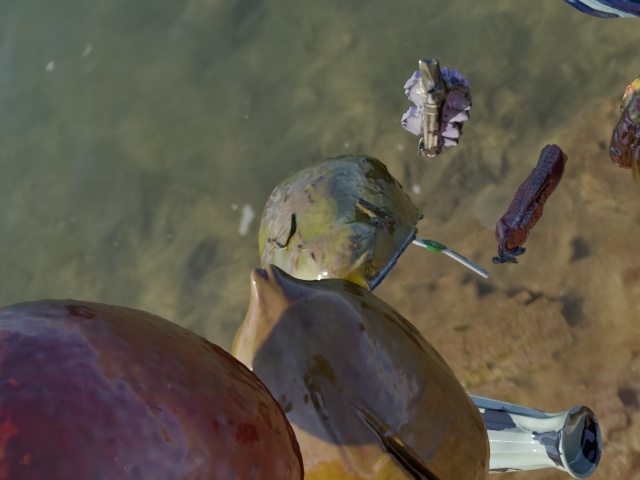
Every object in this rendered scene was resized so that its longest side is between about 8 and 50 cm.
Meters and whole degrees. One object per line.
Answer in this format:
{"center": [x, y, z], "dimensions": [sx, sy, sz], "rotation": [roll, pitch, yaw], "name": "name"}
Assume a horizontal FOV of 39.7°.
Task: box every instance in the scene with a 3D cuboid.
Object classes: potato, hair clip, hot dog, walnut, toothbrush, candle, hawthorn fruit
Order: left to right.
{"center": [-0.081, 0.124, 0.388], "dimensions": [0.225, 0.196, 0.197], "rotation": [9, 60, -13], "name": "hawthorn fruit"}
{"center": [0.000, 0.000, 1.228], "dimensions": [0.196, 0.300, 0.246], "rotation": [38, 113, -1], "name": "potato"}
{"center": [0.029, 0.157, 0.837], "dimensions": [0.209, 0.336, 0.209], "rotation": [-30, 18, 11], "name": "walnut"}
{"center": [0.175, -0.193, 1.355], "dimensions": [0.106, 0.292, 0.085], "rotation": [6, 75, 7], "name": "hair clip"}
{"center": [0.238, 0.016, 1.842], "dimensions": [0.030, 0.304, 0.030], "rotation": [-42, 33, 36], "name": "toothbrush"}
{"center": [0.324, -0.054, 1.382], "dimensions": [0.059, 0.084, 0.302], "rotation": [21, 42, 16], "name": "candle"}
{"center": [0.568, -0.204, 1.426], "dimensions": [0.257, 0.153, 0.150], "rotation": [-55, 12, 34], "name": "hot dog"}

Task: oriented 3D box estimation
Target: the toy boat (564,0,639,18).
{"center": [0.392, -0.364, 1.019], "dimensions": [0.291, 0.220, 0.067], "rotation": [-33, 31, 58], "name": "toy boat"}

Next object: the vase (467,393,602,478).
{"center": [0.293, 0.336, 1.519], "dimensions": [0.360, 0.165, 0.165], "rotation": [-8, 58, 48], "name": "vase"}
